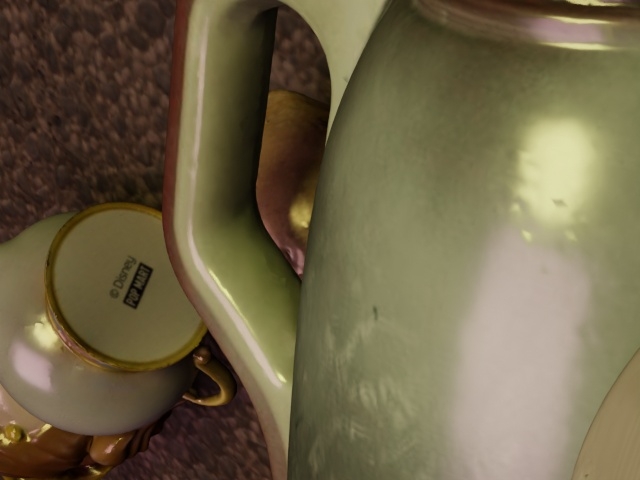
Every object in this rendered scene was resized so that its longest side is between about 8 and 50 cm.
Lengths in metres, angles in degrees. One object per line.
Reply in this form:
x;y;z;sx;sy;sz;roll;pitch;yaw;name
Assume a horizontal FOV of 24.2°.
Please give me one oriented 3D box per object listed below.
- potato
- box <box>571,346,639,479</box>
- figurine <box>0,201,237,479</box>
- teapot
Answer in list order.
0.001;0.002;0.720;0.112;0.112;0.147;21;137;38;potato
0.145;0.115;0.328;0.206;0.291;0.262;-116;7;-72;box
-0.158;0.074;0.932;0.189;0.142;0.263;34;146;-10;figurine
0.069;0.006;0.538;0.315;0.233;0.312;16;119;32;teapot
